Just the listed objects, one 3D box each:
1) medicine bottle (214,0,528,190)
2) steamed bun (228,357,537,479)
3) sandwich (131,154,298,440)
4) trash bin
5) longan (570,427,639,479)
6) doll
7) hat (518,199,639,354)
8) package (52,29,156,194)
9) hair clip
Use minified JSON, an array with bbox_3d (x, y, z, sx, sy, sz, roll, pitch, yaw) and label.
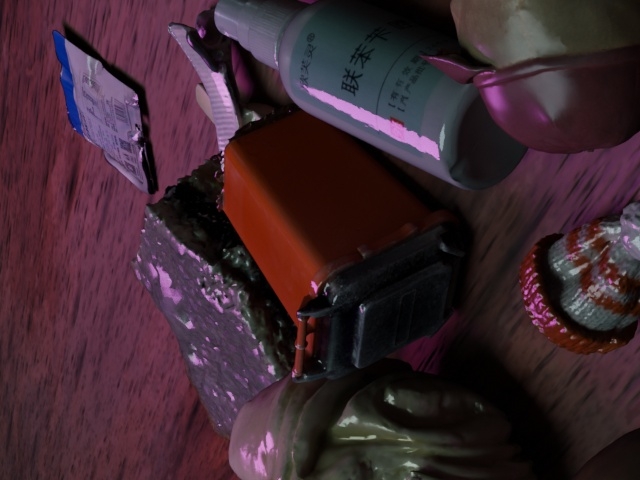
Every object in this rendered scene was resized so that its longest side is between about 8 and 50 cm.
[{"bbox_3d":[0.029,-0.151,1.469,0.352,0.110,0.110,30,143,43],"label":"medicine bottle"},{"bbox_3d":[0.083,0.222,1.660,0.320,0.206,0.275,27,-175,-13],"label":"steamed bun"},{"bbox_3d":[-0.088,0.072,1.889,0.262,0.131,0.325,-1,117,61],"label":"sandwich"},{"bbox_3d":[0.000,0.000,1.618,0.239,0.184,0.161,49,153,30],"label":"trash bin"},{"bbox_3d":[0.328,0.285,1.260,0.350,0.288,0.288,37,148,25],"label":"longan"},{"bbox_3d":[0.151,-0.183,1.178,0.196,0.152,0.256,11,128,56],"label":"doll"},{"bbox_3d":[0.237,0.019,1.352,0.112,0.093,0.162,46,135,3],"label":"hat"},{"bbox_3d":[-0.265,-0.155,2.065,0.173,0.027,0.171,40,152,32],"label":"package"},{"bbox_3d":[-0.094,-0.131,1.751,0.159,0.071,0.218,14,124,62],"label":"hair clip"}]
